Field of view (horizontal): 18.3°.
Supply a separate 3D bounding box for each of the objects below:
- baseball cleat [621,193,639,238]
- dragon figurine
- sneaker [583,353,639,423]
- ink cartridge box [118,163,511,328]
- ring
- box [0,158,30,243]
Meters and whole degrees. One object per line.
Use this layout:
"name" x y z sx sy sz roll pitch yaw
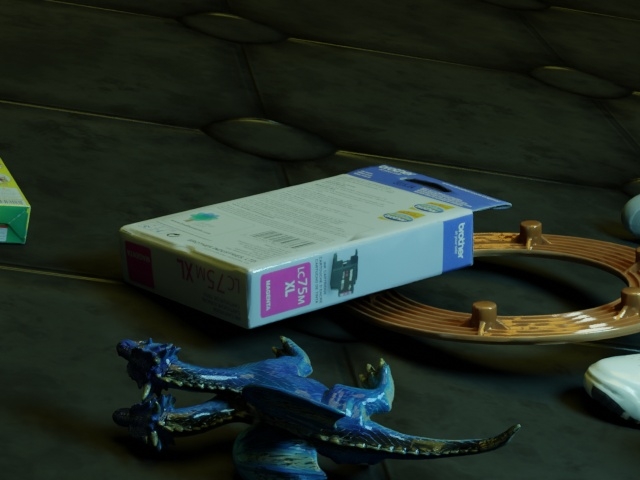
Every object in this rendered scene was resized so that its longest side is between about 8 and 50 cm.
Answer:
"baseball cleat" 0.429 -0.006 2.125 0.206 0.072 0.109 5 26 -6
"dragon figurine" -0.013 0.136 1.440 0.289 0.085 0.144 19 21 23
"sneaker" 0.345 0.081 1.700 0.235 0.153 0.094 7 19 -13
"ink cartridge box" 0.000 0.000 1.779 0.311 0.065 0.186 -17 23 -37
"ring" 0.174 0.031 1.832 0.337 0.032 0.336 0 16 0
"box" -0.342 -0.050 1.845 0.105 0.043 0.179 3 23 -23
